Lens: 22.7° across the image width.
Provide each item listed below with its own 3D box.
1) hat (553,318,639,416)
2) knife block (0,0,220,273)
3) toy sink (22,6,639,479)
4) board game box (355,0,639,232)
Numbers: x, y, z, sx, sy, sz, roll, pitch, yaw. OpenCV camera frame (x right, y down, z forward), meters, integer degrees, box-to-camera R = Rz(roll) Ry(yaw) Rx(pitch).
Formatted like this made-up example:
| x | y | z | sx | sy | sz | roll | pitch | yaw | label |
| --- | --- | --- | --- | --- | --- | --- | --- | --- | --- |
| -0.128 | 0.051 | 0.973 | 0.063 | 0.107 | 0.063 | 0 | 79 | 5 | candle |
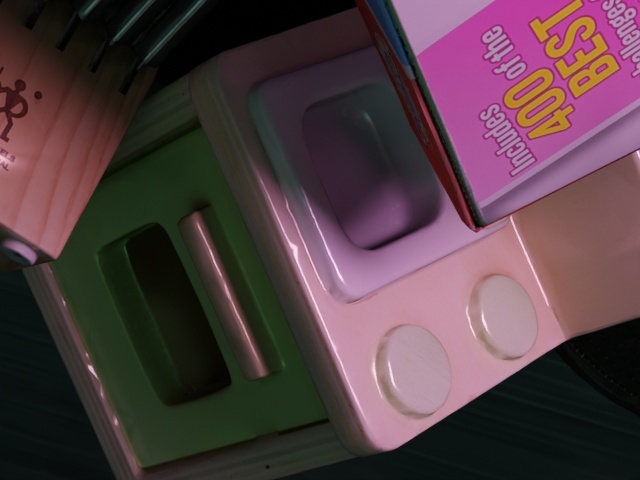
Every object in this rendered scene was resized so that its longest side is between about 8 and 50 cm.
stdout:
| x | y | z | sx | sy | sz | roll | pitch | yaw | label |
| --- | --- | --- | --- | --- | --- | --- | --- | --- | --- |
| 0.215 | 0.010 | 0.631 | 0.331 | 0.134 | 0.331 | 7 | 129 | 9 | hat |
| -0.111 | -0.105 | 0.617 | 0.088 | 0.242 | 0.276 | 36 | 154 | -25 | knife block |
| 0.000 | 0.000 | 0.617 | 0.234 | 0.131 | 0.152 | -21 | 93 | 46 | toy sink |
| 0.140 | -0.163 | 0.435 | 0.316 | 0.064 | 0.242 | -26 | 137 | 2 | board game box |
